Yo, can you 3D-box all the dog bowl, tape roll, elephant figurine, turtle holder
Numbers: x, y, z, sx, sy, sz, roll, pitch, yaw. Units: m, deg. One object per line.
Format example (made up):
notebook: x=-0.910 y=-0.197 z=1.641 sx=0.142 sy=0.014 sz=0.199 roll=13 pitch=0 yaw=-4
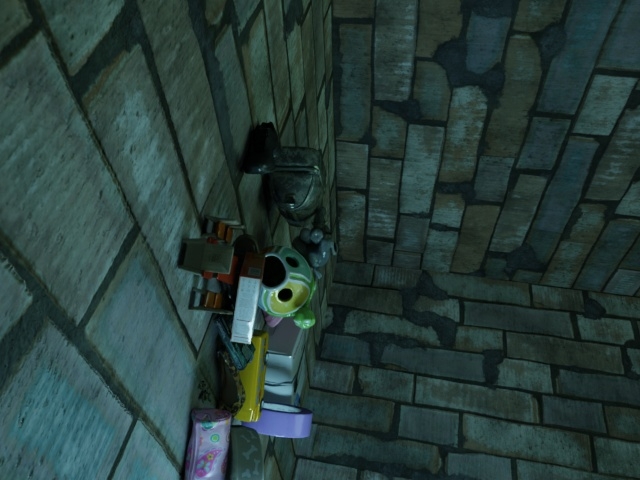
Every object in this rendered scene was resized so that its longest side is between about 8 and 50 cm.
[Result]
dog bowl: x=-0.259 y=0.736 z=1.580 sx=0.348 sy=0.102 sz=0.349 roll=-172 pitch=-90 yaw=-71
tape roll: x=-0.171 y=0.705 z=2.051 sx=0.275 sy=0.274 sz=0.090 roll=61 pitch=37 yaw=-75
elephant figurine: x=0.000 y=0.000 z=2.026 sx=0.186 sy=0.169 sz=0.239 roll=-57 pitch=177 yaw=19
turtle holder: x=-0.146 y=0.169 z=1.847 sx=0.227 sy=0.243 sz=0.321 roll=66 pitch=17 yaw=-70

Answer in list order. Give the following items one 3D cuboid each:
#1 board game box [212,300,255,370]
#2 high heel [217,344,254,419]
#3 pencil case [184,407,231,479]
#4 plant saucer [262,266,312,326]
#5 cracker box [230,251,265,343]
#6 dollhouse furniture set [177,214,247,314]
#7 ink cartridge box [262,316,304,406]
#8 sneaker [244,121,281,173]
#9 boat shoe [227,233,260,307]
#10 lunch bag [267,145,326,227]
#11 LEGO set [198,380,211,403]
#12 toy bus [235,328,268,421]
board game box: x=-0.271 y=0.301 z=1.638 sx=0.126 sy=0.026 sz=0.186 roll=-60 pitch=129 yaw=-70
high heel: x=-0.312 y=0.464 z=1.668 sx=0.186 sy=0.093 sz=0.261 roll=42 pitch=61 yaw=-59
pencil case: x=-0.329 y=0.629 z=1.481 sx=0.124 sy=0.124 sz=0.284 roll=19 pitch=79 yaw=-81
plant saucer: x=-0.142 y=0.193 z=2.114 sx=0.332 sy=0.084 sz=0.332 roll=-55 pitch=-172 yaw=12
cracker box: x=-0.217 y=0.172 z=1.560 sx=0.156 sy=0.067 sz=0.233 roll=-92 pitch=-167 yaw=-64
dollhouse furniture set: x=-0.267 y=0.065 z=1.389 sx=0.259 sy=0.135 sz=0.262 roll=54 pitch=44 yaw=-78
ink cartridge box: x=-0.170 y=0.552 z=2.299 sx=0.285 sy=0.166 sz=0.395 roll=-70 pitch=164 yaw=-58
sneaker: x=-0.199 y=-0.310 z=1.723 sx=0.286 sy=0.108 sz=0.130 roll=-87 pitch=172 yaw=-59
boat shoe: x=-0.250 y=0.101 z=1.678 sx=0.104 sy=0.110 sz=0.308 roll=-78 pitch=180 yaw=-60
lunch bag: x=-0.094 y=-0.204 z=2.048 sx=0.305 sy=0.212 sz=0.256 roll=68 pitch=24 yaw=-75
LEGO set: x=-0.350 y=0.455 z=1.548 sx=0.054 sy=0.023 sz=0.083 roll=-67 pitch=149 yaw=-69
toy bus: x=-0.259 y=0.486 z=1.855 sx=0.130 sy=0.108 sz=0.333 roll=-19 pitch=115 yaw=-80
